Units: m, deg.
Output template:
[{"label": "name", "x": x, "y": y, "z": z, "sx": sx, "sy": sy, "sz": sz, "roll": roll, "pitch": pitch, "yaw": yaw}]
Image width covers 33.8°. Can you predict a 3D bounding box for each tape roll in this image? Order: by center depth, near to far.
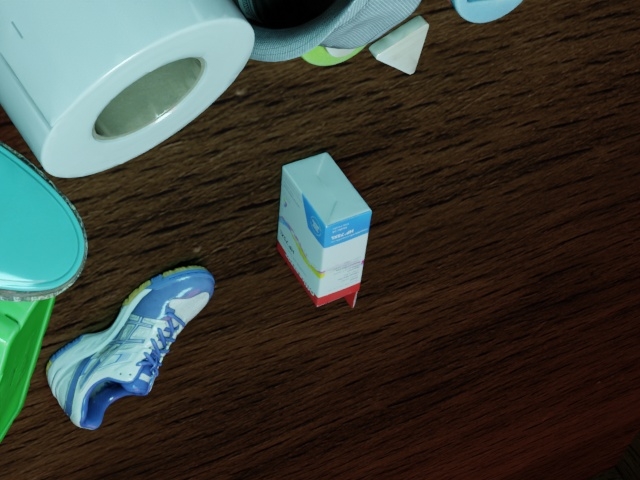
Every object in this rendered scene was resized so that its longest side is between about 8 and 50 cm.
[{"label": "tape roll", "x": -0.210, "y": -0.200, "z": 1.030, "sx": 0.246, "sy": 0.169, "sz": 0.246, "roll": -34, "pitch": 171, "yaw": -6}]

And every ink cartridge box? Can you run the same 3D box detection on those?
[{"label": "ink cartridge box", "x": 0.000, "y": 0.000, "z": 1.567, "sx": 0.078, "sy": 0.134, "sz": 0.231, "roll": -20, "pitch": 144, "yaw": -22}]

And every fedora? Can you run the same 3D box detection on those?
[{"label": "fedora", "x": 0.017, "y": -0.282, "z": 1.096, "sx": 0.124, "sy": 0.275, "sz": 0.243, "roll": 22, "pitch": 80, "yaw": -41}]

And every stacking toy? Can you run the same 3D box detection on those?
[{"label": "stacking toy", "x": 0.122, "y": -0.297, "z": 1.301, "sx": 0.309, "sy": 0.130, "sz": 0.279, "roll": 2, "pitch": 132, "yaw": -41}]

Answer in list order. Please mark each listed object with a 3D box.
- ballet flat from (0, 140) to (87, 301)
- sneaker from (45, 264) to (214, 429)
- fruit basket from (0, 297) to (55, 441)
[{"label": "ballet flat", "x": -0.455, "y": -0.072, "z": 0.978, "sx": 0.483, "sy": 0.164, "sz": 0.182, "roll": 26, "pitch": 160, "yaw": -33}, {"label": "sneaker", "x": -0.261, "y": 0.163, "z": 1.554, "sx": 0.296, "sy": 0.131, "sz": 0.112, "roll": -39, "pitch": 145, "yaw": 5}, {"label": "fruit basket", "x": -0.521, "y": 0.099, "z": 1.203, "sx": 0.392, "sy": 0.283, "sz": 0.392, "roll": 7, "pitch": 126, "yaw": 10}]
